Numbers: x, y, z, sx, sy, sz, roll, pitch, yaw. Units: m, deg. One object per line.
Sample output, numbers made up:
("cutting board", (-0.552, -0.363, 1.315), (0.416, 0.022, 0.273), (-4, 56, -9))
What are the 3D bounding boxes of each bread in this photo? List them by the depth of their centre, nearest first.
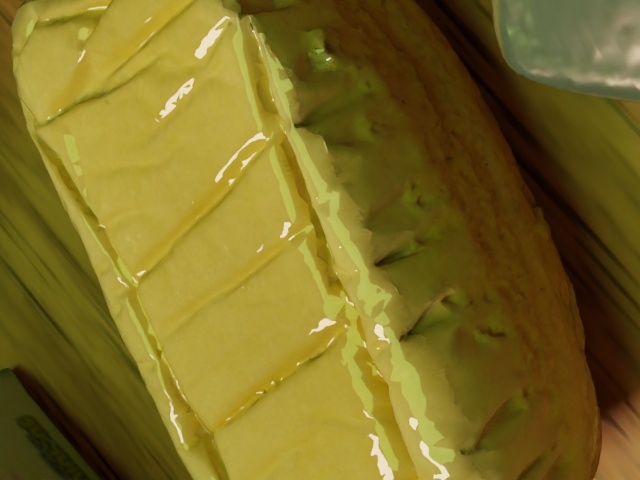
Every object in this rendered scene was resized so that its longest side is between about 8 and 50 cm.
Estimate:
("bread", (0.000, 0.000, 0.575), (0.140, 0.106, 0.236), (-27, 89, 43))

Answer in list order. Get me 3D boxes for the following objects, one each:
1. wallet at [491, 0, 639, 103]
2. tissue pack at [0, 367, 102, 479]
("wallet", (0.149, -0.190, 0.402), (0.252, 0.083, 0.360), (9, 111, 30))
("tissue pack", (-0.189, 0.242, 0.633), (0.287, 0.388, 0.162), (46, 128, 15))
